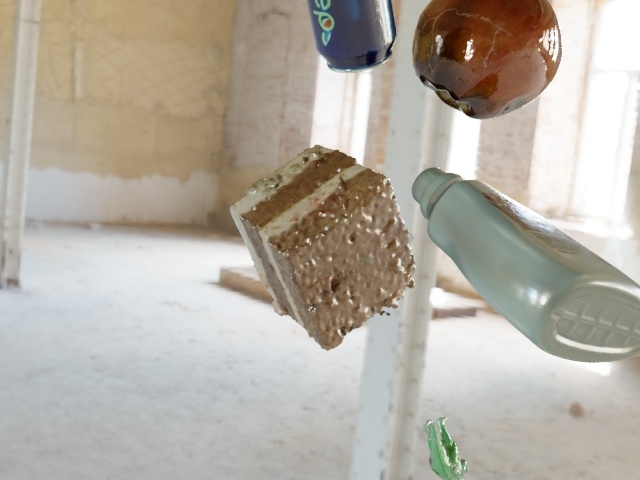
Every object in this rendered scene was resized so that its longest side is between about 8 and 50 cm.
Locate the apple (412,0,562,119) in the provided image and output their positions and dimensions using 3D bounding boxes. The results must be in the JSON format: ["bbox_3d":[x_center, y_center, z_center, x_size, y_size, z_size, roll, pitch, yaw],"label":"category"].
[{"bbox_3d":[0.253,-0.296,1.467,0.229,0.230,0.230,6,6,-1],"label":"apple"}]

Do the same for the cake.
[{"bbox_3d":[0.000,0.000,1.777,0.255,0.282,0.290,-34,38,-18],"label":"cake"}]

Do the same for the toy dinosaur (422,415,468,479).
[{"bbox_3d":[0.078,0.142,0.590,0.021,0.062,0.083,-19,-16,17],"label":"toy dinosaur"}]

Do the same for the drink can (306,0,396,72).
[{"bbox_3d":[0.036,-0.335,1.268,0.118,0.205,0.118,-9,31,5],"label":"drink can"}]

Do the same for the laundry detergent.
[{"bbox_3d":[0.272,0.014,1.336,0.263,0.125,0.398,14,21,-37],"label":"laundry detergent"}]
